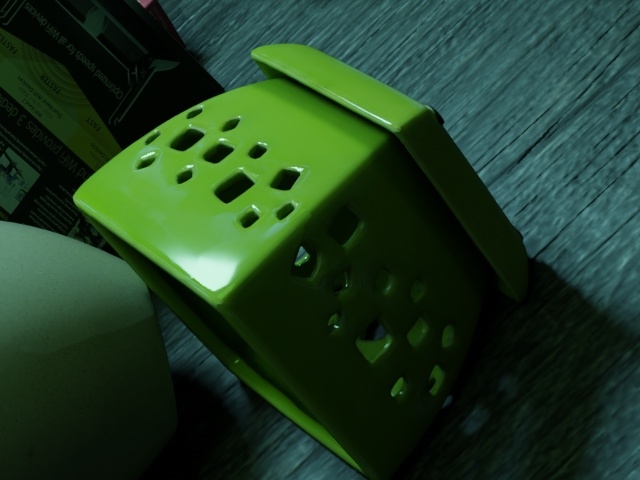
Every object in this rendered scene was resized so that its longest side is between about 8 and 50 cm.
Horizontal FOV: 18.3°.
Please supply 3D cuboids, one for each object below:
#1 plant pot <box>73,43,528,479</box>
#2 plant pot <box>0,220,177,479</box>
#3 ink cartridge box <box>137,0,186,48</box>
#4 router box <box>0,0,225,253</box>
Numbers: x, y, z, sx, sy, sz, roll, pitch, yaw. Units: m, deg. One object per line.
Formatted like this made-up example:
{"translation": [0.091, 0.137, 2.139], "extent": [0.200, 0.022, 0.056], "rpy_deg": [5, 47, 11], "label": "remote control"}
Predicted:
{"translation": [0.000, 0.000, 1.415], "extent": [0.207, 0.227, 0.228], "rpy_deg": [-46, 38, -9], "label": "plant pot"}
{"translation": [-0.216, 0.104, 1.510], "extent": [0.190, 0.284, 0.284], "rpy_deg": [-14, 39, -11], "label": "plant pot"}
{"translation": [-0.232, -0.158, 1.829], "extent": [0.127, 0.072, 0.175], "rpy_deg": [27, 68, 39], "label": "ink cartridge box"}
{"translation": [-0.256, -0.128, 1.676], "extent": [0.081, 0.309, 0.243], "rpy_deg": [20, 71, 48], "label": "router box"}
